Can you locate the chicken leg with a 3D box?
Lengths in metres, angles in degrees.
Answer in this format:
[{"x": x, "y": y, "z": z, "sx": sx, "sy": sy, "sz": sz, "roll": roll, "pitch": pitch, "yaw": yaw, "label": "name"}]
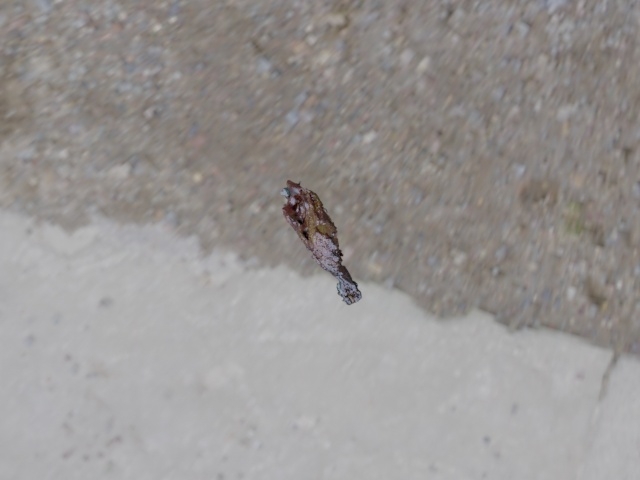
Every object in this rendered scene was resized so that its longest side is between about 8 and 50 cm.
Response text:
[{"x": -0.001, "y": -0.002, "z": 1.056, "sx": 0.083, "sy": 0.021, "sz": 0.036, "roll": 56, "pitch": 160, "yaw": 30, "label": "chicken leg"}]
